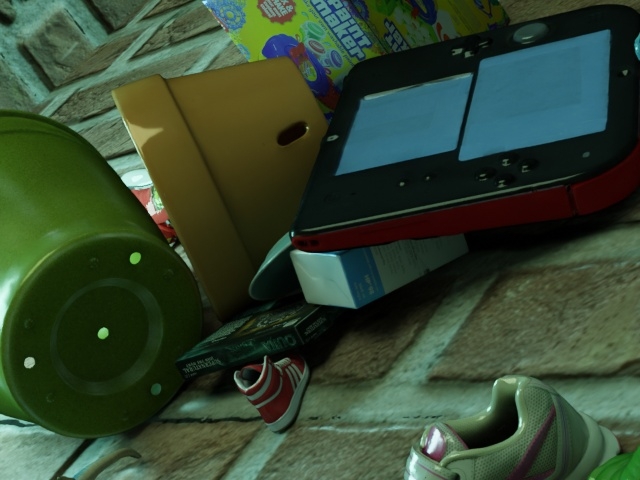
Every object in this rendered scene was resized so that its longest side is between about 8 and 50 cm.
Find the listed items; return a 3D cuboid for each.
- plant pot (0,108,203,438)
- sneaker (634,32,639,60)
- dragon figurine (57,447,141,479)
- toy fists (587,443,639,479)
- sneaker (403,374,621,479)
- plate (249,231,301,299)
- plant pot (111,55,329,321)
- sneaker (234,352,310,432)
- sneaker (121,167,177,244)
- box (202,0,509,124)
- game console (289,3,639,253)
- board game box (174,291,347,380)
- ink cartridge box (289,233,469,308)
[{"bbox_3d":[-0.316,0.062,1.871,0.366,0.366,0.353,-43,33,-13],"label":"plant pot"},{"bbox_3d":[0.415,-0.221,1.562,0.229,0.087,0.092,-21,18,23],"label":"sneaker"},{"bbox_3d":[-0.293,0.303,1.625,0.144,0.085,0.289,-23,27,35],"label":"dragon figurine"},{"bbox_3d":[0.272,0.122,1.043,0.142,0.096,0.279,-9,34,51],"label":"toy fists"},{"bbox_3d":[0.093,0.191,1.171,0.252,0.111,0.103,-43,21,-12],"label":"sneaker"},{"bbox_3d":[0.000,0.000,1.710,0.188,0.024,0.188,-31,-16,-10],"label":"plate"},{"bbox_3d":[-0.087,-0.081,1.845,0.203,0.291,0.291,-26,20,-4],"label":"plant pot"},{"bbox_3d":[-0.048,0.131,1.602,0.042,0.067,0.118,-31,21,21],"label":"sneaker"},{"bbox_3d":[-0.196,-0.041,2.219,0.279,0.107,0.118,-16,48,52],"label":"sneaker"},{"bbox_3d":[0.053,-0.284,1.993,0.177,0.290,0.279,-22,25,37],"label":"box"},{"bbox_3d":[0.160,-0.123,1.649,0.342,0.060,0.386,-7,29,16],"label":"game console"},{"bbox_3d":[-0.052,0.092,1.709,0.186,0.026,0.126,-19,12,42],"label":"board game box"},{"bbox_3d":[0.074,0.004,1.633,0.180,0.060,0.104,-26,13,-26],"label":"ink cartridge box"}]
